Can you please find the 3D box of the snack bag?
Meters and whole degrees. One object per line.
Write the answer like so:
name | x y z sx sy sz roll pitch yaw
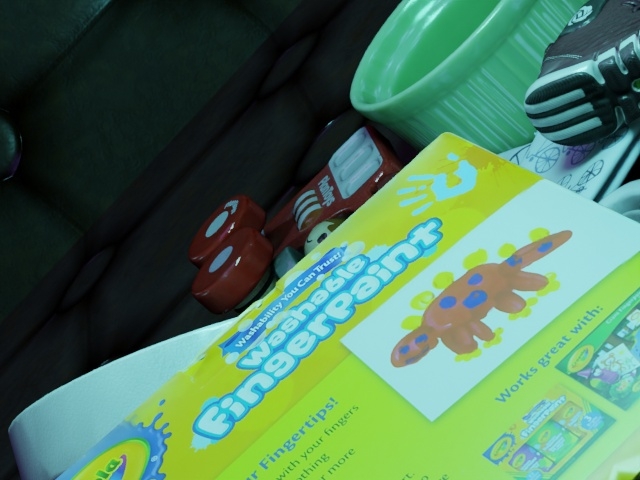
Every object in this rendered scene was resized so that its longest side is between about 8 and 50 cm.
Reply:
snack bag | 0.161 -0.007 1.700 0.323 0.037 0.342 -54 18 -26

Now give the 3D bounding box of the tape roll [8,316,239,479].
tape roll | -0.075 0.141 1.515 0.392 0.072 0.392 -17 -13 -4

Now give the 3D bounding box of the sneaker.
sneaker | 0.320 -0.197 1.594 0.281 0.106 0.162 -16 35 22

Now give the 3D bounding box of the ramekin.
ramekin | 0.190 -0.214 1.954 0.303 0.148 0.303 -42 20 19

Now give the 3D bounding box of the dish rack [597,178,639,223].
dish rack | 0.234 0.095 1.361 0.333 0.072 0.285 -54 18 -15

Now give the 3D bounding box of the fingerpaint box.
fingerpaint box | 0.061 0.172 1.141 0.445 0.163 0.371 -42 37 -13

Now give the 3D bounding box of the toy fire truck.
toy fire truck | 0.000 0.000 1.919 0.254 0.169 0.302 -46 17 9
